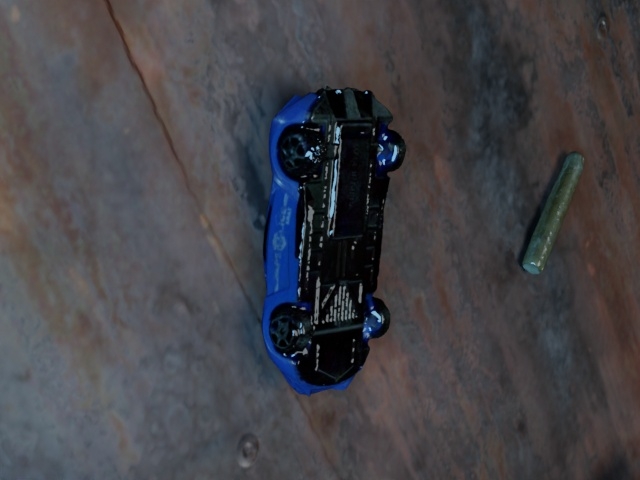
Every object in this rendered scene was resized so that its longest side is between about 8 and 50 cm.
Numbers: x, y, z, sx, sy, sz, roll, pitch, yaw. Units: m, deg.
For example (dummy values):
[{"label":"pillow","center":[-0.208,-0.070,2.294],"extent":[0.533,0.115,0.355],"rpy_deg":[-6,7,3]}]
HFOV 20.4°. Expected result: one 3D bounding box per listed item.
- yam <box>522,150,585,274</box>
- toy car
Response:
[{"label":"yam","center":[0.197,-0.025,1.496],"extent":[0.021,0.021,0.116],"rpy_deg":[44,62,-43]},{"label":"toy car","center":[0.000,0.000,1.233],"extent":[0.103,0.063,0.216],"rpy_deg":[-5,104,-49]}]
